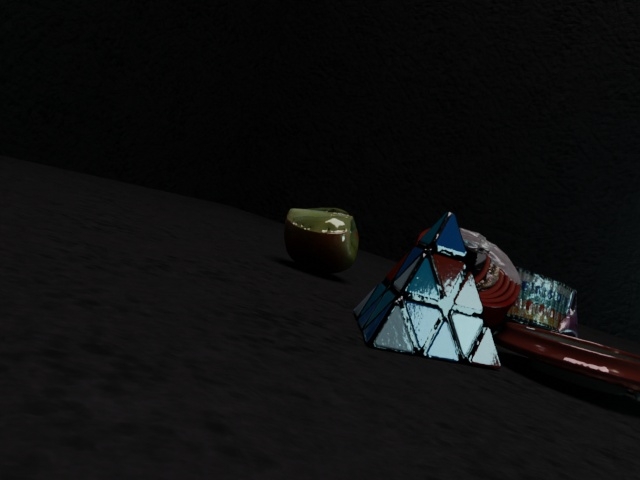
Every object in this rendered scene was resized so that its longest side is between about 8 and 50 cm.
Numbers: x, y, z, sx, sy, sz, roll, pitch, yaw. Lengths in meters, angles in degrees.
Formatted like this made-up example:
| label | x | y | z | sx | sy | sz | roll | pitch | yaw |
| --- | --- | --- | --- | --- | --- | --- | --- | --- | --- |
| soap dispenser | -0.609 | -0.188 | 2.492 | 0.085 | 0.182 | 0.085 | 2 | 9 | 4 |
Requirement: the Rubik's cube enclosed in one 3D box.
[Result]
| label | x | y | z | sx | sy | sz | roll | pitch | yaw |
| --- | --- | --- | --- | --- | --- | --- | --- | --- | --- |
| Rubik's cube | 0.223 | 0.116 | 1.082 | 0.234 | 0.250 | 0.284 | 37 | -3 | -2 |

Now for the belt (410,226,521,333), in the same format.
| label | x | y | z | sx | sy | sz | roll | pitch | yaw |
| --- | --- | --- | --- | --- | --- | --- | --- | --- | --- |
| belt | 0.273 | 0.076 | 1.301 | 0.227 | 0.115 | 0.324 | 30 | 28 | 6 |

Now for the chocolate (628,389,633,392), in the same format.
| label | x | y | z | sx | sy | sz | roll | pitch | yaw |
| --- | --- | --- | --- | --- | --- | --- | --- | --- | --- |
| chocolate | 0.637 | 0.294 | 1.348 | 0.065 | 0.031 | 0.101 | 23 | 2 | 8 |

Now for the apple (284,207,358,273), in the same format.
| label | x | y | z | sx | sy | sz | roll | pitch | yaw |
| --- | --- | --- | --- | --- | --- | --- | --- | --- | --- |
| apple | 0.000 | 0.000 | 1.704 | 0.189 | 0.173 | 0.207 | -2 | 1 | 12 |

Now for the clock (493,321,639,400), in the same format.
| label | x | y | z | sx | sy | sz | roll | pitch | yaw |
| --- | --- | --- | --- | --- | --- | --- | --- | --- | --- |
| clock | 0.476 | 0.227 | 1.203 | 0.319 | 0.080 | 0.318 | 14 | 0 | 0 |

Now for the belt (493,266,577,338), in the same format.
| label | x | y | z | sx | sy | sz | roll | pitch | yaw |
| --- | --- | --- | --- | --- | --- | --- | --- | --- | --- |
| belt | 0.454 | 0.161 | 1.576 | 0.295 | 0.160 | 0.207 | 18 | -15 | -19 |
